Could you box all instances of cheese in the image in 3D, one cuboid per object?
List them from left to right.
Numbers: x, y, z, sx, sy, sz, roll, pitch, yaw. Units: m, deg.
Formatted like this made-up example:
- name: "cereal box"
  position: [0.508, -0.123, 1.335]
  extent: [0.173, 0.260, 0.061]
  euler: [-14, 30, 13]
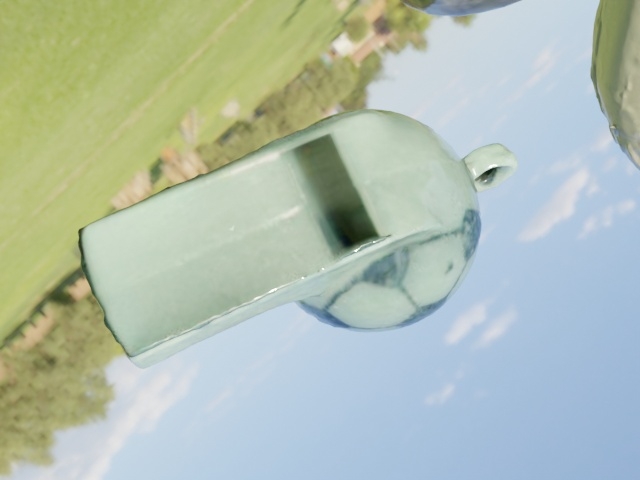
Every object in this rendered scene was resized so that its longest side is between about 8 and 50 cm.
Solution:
- name: "cheese"
  position: [0.289, -0.161, 0.846]
  extent: [0.189, 0.154, 0.198]
  euler: [-91, -175, -55]

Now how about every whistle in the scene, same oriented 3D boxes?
- name: "whistle"
  position: [0.000, 0.000, 0.745]
  extent: [0.289, 0.163, 0.163]
  euler: [-23, -174, -4]

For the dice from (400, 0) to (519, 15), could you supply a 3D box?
- name: "dice"
  position: [0.105, -0.279, 0.784]
  extent: [0.182, 0.181, 0.183]
  euler: [-32, -143, -8]
